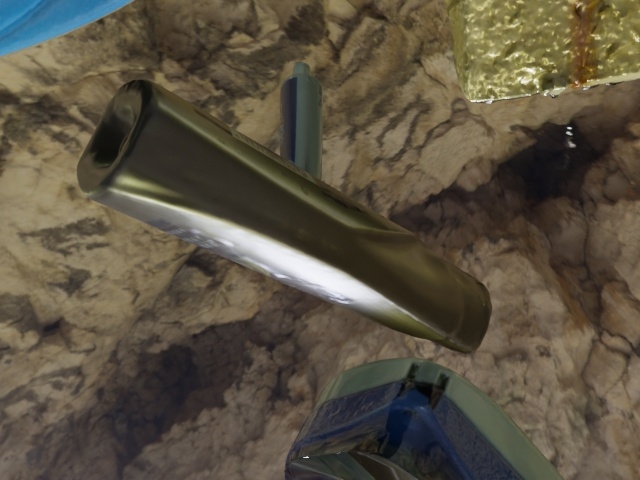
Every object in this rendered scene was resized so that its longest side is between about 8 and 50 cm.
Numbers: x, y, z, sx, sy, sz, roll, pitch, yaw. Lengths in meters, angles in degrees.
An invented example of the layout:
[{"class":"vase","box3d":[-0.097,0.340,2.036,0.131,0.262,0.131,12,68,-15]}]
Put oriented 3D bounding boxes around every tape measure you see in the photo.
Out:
[{"class":"tape measure","box3d":[0.101,0.249,0.693,0.259,0.138,0.262,50,-38,-13]}]

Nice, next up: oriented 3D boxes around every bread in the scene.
[{"class":"bread","box3d":[0.272,-0.291,0.764,0.263,0.198,0.236,-7,-65,4]}]

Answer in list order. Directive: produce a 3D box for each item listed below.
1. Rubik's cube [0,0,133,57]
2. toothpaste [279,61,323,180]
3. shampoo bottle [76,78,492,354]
[{"class":"Rubik's cube","box3d":[-0.328,-0.355,0.494,0.347,0.352,0.352,18,-54,10]},{"class":"toothpaste","box3d":[-0.021,-0.085,0.707,0.069,0.047,0.268,-35,-135,44]},{"class":"shampoo bottle","box3d":[0.000,0.000,0.510,0.350,0.125,0.084,27,-91,-33]}]
